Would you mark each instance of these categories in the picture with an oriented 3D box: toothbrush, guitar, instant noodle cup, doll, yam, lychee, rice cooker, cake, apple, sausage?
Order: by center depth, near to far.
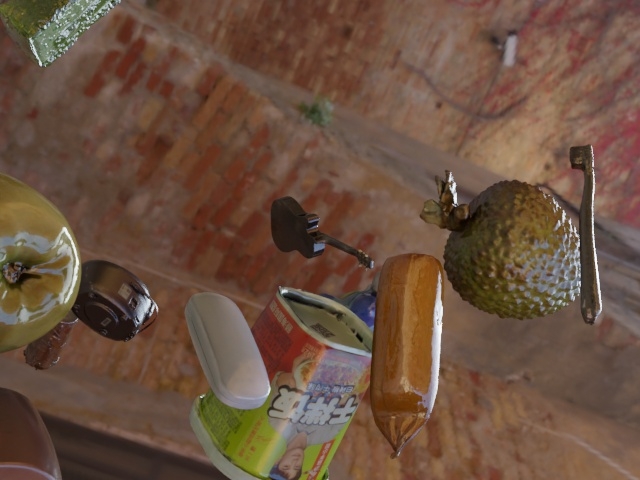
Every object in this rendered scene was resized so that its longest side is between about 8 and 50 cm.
[{"bbox_3d":[-0.439,0.030,1.170,0.262,0.263,0.262,-158,-90,-82],"label":"apple"},{"bbox_3d":[0.337,-0.016,1.185,0.030,0.031,0.297,83,14,-49],"label":"toothbrush"},{"bbox_3d":[0.000,0.000,1.405,0.233,0.025,0.088,26,-56,47],"label":"guitar"},{"bbox_3d":[0.136,0.182,1.483,0.112,0.112,0.328,140,-43,-73],"label":"sausage"},{"bbox_3d":[-0.439,-0.413,1.599,0.235,0.099,0.100,-49,166,-20],"label":"cake"},{"bbox_3d":[-0.051,0.269,1.729,0.307,0.294,0.294,-60,-170,13],"label":"instant noodle cup"},{"bbox_3d":[0.351,0.015,1.750,0.270,0.320,0.269,-29,-127,48],"label":"lychee"},{"bbox_3d":[-0.454,0.133,2.020,0.142,0.203,0.118,-38,-157,31],"label":"rice cooker"},{"bbox_3d":[-0.596,0.212,2.055,0.141,0.079,0.079,-59,-169,22],"label":"yam"},{"bbox_3d":[0.140,0.175,2.298,0.366,0.376,0.187,-32,-125,8],"label":"doll"}]

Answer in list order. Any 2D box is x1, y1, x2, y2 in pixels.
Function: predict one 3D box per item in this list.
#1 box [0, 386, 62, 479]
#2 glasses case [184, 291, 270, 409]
[{"bbox_3d":[-0.552,0.393,1.454,0.216,0.301,0.300,32,-79,55],"label":"box"},{"bbox_3d":[-0.112,0.128,1.109,0.045,0.067,0.178,-61,-142,28],"label":"glasses case"}]
